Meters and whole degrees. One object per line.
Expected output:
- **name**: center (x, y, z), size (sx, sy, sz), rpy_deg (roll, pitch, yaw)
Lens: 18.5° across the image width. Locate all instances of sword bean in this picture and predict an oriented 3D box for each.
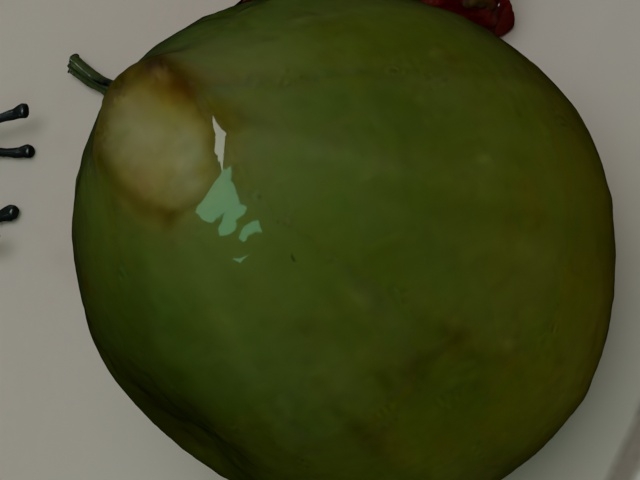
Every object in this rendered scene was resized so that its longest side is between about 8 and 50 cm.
- **sword bean**: center (-0.090, -0.063, 0.924), size (0.083, 0.012, 0.012), rpy_deg (38, 86, 24)

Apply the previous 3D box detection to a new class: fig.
- **fig**: center (-0.004, 0.003, 0.766), size (0.207, 0.230, 0.207), rpy_deg (-17, 69, 56)

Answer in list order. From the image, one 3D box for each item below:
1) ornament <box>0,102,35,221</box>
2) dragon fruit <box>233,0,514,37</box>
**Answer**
- **ornament**: center (-0.200, -0.037, 0.940), size (0.125, 0.028, 0.073), rpy_deg (9, 75, 17)
- **dragon fruit**: center (0.019, -0.100, 0.892), size (0.131, 0.063, 0.097), rpy_deg (-29, 35, 6)
